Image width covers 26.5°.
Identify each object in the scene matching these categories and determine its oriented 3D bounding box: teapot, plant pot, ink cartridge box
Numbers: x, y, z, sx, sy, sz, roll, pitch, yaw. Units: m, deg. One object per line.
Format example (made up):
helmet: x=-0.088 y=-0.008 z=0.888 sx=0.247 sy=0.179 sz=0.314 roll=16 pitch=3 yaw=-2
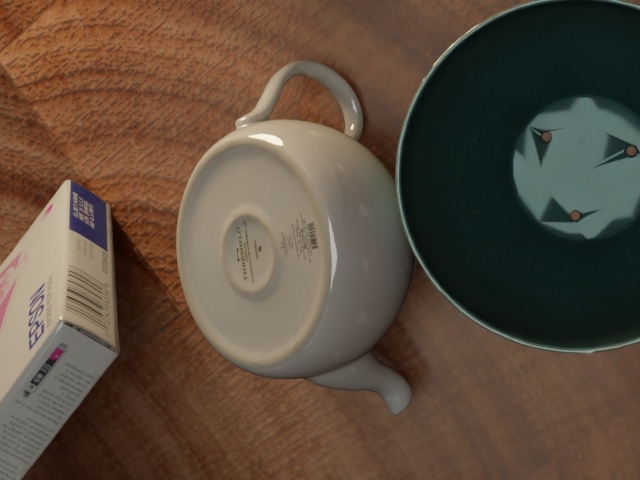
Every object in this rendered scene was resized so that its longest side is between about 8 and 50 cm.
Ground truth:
teapot: x=0.000 y=0.000 z=1.264 sx=0.252 sy=0.187 sz=0.256 roll=42 pitch=123 yaw=34
plant pot: x=0.225 y=-0.060 z=1.190 sx=0.290 sy=0.195 sz=0.290 roll=1 pitch=95 yaw=13
ink cartridge box: x=-0.310 y=0.135 z=1.281 sx=0.071 sy=0.324 sz=0.330 roll=35 pitch=103 yaw=-22
